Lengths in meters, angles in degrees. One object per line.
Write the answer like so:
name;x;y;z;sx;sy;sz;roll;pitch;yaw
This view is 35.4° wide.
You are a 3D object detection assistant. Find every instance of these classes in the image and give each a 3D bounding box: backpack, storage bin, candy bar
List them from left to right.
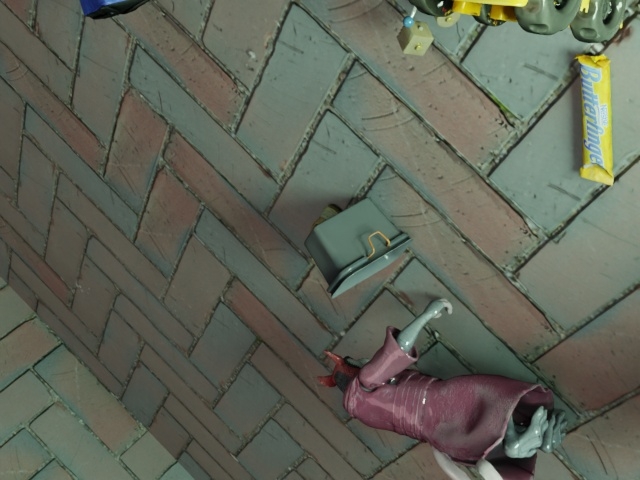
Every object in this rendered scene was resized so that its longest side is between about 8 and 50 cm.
backpack;-0.299;-0.376;1.452;0.120;0.097;0.101;-5;100;62
storage bin;0.048;0.003;1.405;0.091;0.135;0.098;53;149;11
candy bar;0.292;-0.130;1.067;0.040;0.018;0.162;21;140;37

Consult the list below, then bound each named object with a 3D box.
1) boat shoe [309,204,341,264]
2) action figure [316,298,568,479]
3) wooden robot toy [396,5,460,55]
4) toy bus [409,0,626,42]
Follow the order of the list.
boat shoe;0.000;0.000;1.532;0.050;0.045;0.135;37;146;19
action figure;0.150;0.252;1.431;0.370;0.276;0.248;11;140;26
wooden robot toy;0.121;-0.288;1.083;0.173;0.076;0.079;100;157;-52
toy bus;0.189;-0.292;0.895;0.149;0.220;0.212;19;105;39
